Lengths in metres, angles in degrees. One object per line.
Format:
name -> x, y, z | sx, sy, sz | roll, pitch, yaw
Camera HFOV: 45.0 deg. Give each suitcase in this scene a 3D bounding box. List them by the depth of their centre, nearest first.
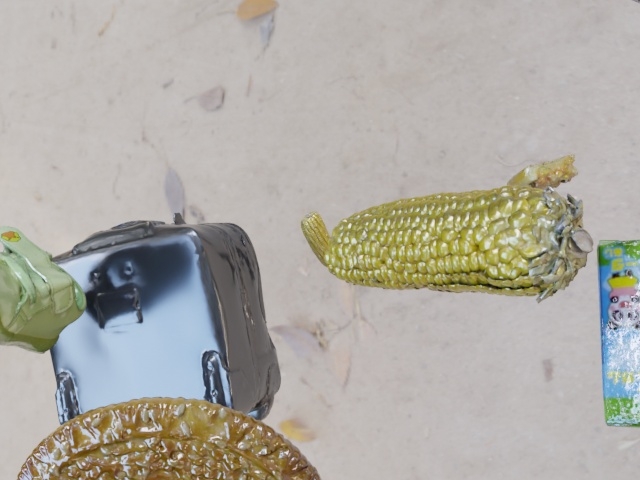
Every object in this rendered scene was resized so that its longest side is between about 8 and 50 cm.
suitcase -> -0.252, 0.135, 1.174 | 0.345, 0.188, 0.339 | -11, 91, 28

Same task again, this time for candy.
candy -> 0.344, 0.095, 0.796 | 0.097, 0.062, 0.195 | -6, 74, 33

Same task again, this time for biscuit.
biscuit -> -0.133, 0.268, 0.701 | 0.038, 0.305, 0.305 | -88, 22, -63

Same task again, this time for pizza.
pizza -> 0.407, -0.113, 1.413 | 0.134, 0.175, 0.046 | -23, 81, 20

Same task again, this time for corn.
corn -> 0.135, 0.001, 0.815 | 0.317, 0.115, 0.115 | -1, 91, 44
corn -> 0.000, 0.000, 1.136 | 0.037, 0.037, 0.092 | -4, 125, 44

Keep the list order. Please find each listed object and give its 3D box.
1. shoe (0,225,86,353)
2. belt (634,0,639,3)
shoe -> -0.400, 0.061, 1.006 | 0.140, 0.262, 0.128 | 34, 74, 16
belt -> 0.455, -0.477, 1.299 | 0.094, 0.359, 0.126 | -58, 46, 49
